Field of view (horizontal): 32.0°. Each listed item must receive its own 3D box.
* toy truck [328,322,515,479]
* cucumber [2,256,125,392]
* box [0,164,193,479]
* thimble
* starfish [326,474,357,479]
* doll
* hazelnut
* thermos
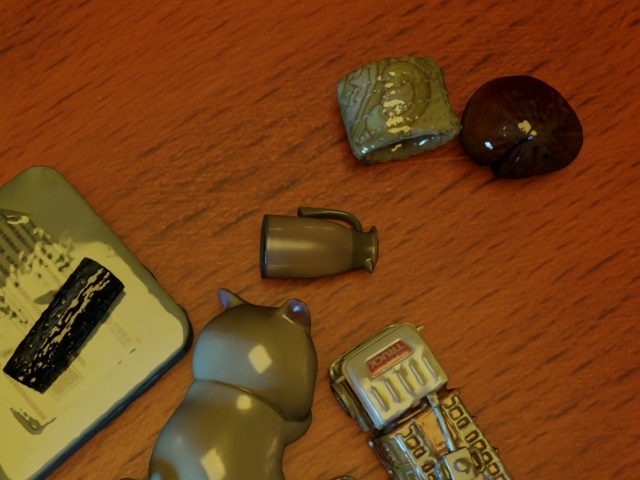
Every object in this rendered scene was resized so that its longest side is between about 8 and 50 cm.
[{"bbox_3d":[0.174,0.312,1.721,0.173,0.207,0.387,-32,82,-10],"label":"toy truck"},{"bbox_3d":[-0.388,0.128,1.682,0.078,0.062,0.211,36,76,1],"label":"cucumber"},{"bbox_3d":[-0.456,0.132,1.763,0.396,0.111,0.396,-41,85,-11],"label":"box"},{"bbox_3d":[0.130,-0.218,1.856,0.190,0.137,0.143,-14,76,9],"label":"thimble"},{"bbox_3d":[0.006,0.460,1.741,0.146,0.074,0.190,-10,110,-32],"label":"starfish"},{"bbox_3d":[-0.129,0.275,1.706,0.226,0.215,0.370,44,64,-37],"label":"doll"},{"bbox_3d":[0.339,-0.186,1.857,0.204,0.178,0.178,26,78,-10],"label":"hazelnut"},{"bbox_3d":[0.000,0.000,1.835,0.193,0.105,0.137,1,47,-8],"label":"thermos"}]
